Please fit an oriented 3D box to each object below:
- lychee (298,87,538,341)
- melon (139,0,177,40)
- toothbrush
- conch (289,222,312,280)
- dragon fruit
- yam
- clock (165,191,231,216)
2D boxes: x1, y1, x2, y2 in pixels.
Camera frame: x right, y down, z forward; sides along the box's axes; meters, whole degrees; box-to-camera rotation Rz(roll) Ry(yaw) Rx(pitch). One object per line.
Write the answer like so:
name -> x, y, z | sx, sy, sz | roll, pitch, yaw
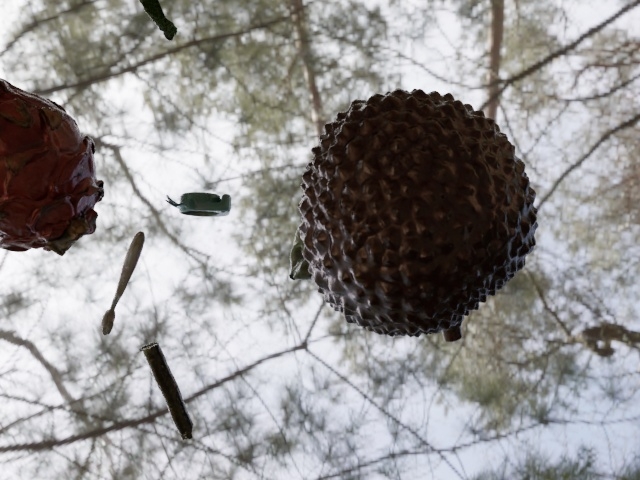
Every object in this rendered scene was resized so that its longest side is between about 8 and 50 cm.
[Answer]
lychee -> 0.108, -0.024, 1.048 | 0.276, 0.304, 0.275 | -19, -166, 5
melon -> -0.303, -0.438, 1.460 | 0.053, 0.261, 0.114 | -28, -166, -12
toothbrush -> -0.367, 0.084, 1.690 | 0.025, 0.307, 0.029 | 10, -132, -20
conch -> -0.004, 0.015, 1.834 | 0.106, 0.116, 0.173 | 21, -133, -3
dragon fruit -> -0.545, -0.128, 1.674 | 0.277, 0.277, 0.342 | -35, -87, -27
yam -> -0.193, 0.191, 1.158 | 0.033, 0.129, 0.027 | -14, -169, 36
clock -> -0.276, -0.081, 2.053 | 0.147, 0.108, 0.045 | 2, -98, -9
